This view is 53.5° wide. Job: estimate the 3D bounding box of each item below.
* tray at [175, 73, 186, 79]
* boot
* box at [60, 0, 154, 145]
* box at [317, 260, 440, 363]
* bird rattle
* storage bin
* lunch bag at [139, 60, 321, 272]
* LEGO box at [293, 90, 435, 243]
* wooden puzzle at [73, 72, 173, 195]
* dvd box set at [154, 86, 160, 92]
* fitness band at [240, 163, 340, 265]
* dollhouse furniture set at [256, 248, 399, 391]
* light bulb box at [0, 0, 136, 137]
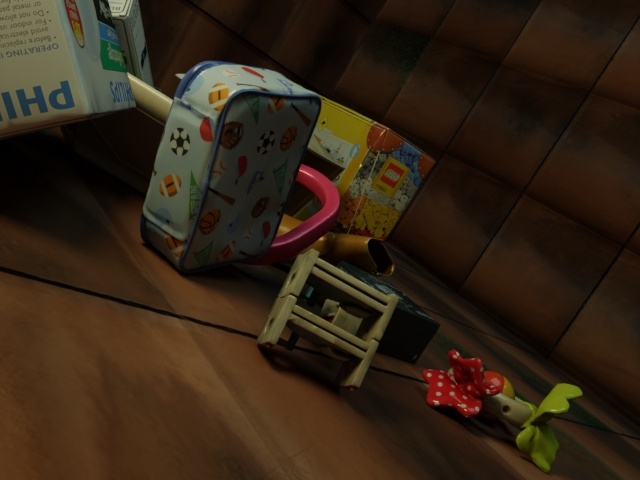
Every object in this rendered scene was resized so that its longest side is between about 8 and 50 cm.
[{"bbox_3d":[-0.255,-0.380,1.727,0.270,0.030,0.145,33,9,9],"label":"tray"},{"bbox_3d":[0.000,0.001,1.231,0.211,0.104,0.295,-2,-21,39],"label":"boot"},{"bbox_3d":[-0.384,-0.293,1.100,0.169,0.290,0.087,2,53,-2],"label":"box"},{"bbox_3d":[0.105,0.131,1.159,0.156,0.093,0.158,25,11,-41],"label":"box"},{"bbox_3d":[0.279,0.267,1.047,0.253,0.143,0.207,19,-3,-2],"label":"bird rattle"},{"bbox_3d":[-0.120,-0.143,1.422,0.123,0.260,0.262,53,15,19],"label":"storage bin"},{"bbox_3d":[-0.125,-0.098,0.924,0.115,0.303,0.243,34,25,24],"label":"lunch bag"},{"bbox_3d":[0.036,-0.183,1.831,0.193,0.372,0.500,27,9,-33],"label":"LEGO box"},{"bbox_3d":[-0.314,-0.182,1.088,0.221,0.238,0.044,31,51,-5],"label":"wooden puzzle"},{"bbox_3d":[-0.599,-0.382,1.375,0.420,0.062,0.307,18,7,5],"label":"dvd box set"},{"bbox_3d":[-0.093,-0.056,1.155,0.209,0.054,0.291,33,44,21],"label":"fitness band"},{"bbox_3d":[-0.010,0.109,0.841,0.129,0.129,0.184,30,-16,-12],"label":"dollhouse furniture set"},{"bbox_3d":[-0.402,-0.311,0.779,0.225,0.361,0.358,-13,15,-5],"label":"light bulb box"}]
